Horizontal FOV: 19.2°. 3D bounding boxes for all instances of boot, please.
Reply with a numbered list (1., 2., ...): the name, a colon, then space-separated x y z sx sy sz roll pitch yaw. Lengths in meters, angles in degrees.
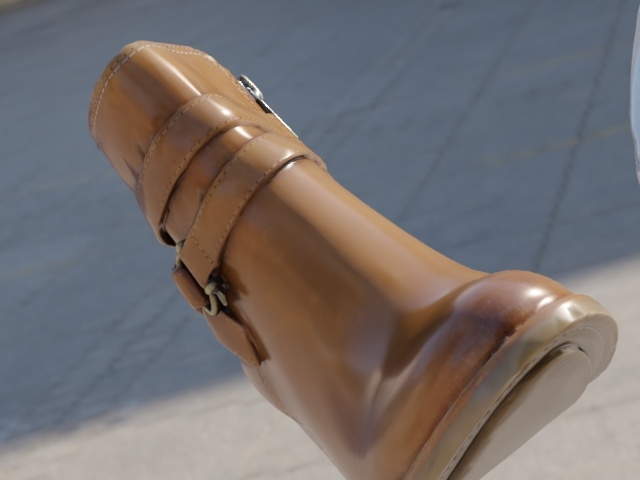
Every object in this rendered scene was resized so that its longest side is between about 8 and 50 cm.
1. boot: 0.000 0.000 0.745 0.109 0.220 0.283 -37 -6 -7

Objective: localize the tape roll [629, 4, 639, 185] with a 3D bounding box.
1. tape roll: 0.197 -0.081 0.392 0.286 0.100 0.286 -46 26 30
